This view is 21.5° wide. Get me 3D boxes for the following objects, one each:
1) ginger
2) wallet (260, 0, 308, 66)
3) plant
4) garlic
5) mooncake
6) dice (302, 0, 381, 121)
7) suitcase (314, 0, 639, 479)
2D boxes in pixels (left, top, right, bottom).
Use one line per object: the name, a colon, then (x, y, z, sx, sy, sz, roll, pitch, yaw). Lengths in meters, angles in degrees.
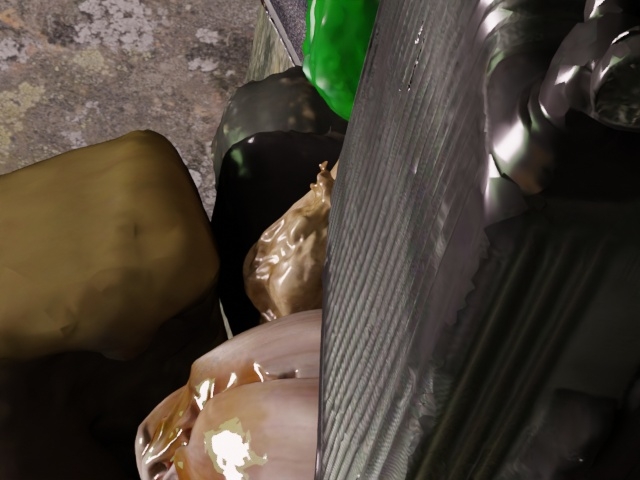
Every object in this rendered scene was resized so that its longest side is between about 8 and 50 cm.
ginger: (0.040, -0.027, 0.941, 0.137, 0.074, 0.213, 5, -65, -56)
wallet: (-0.003, -0.205, 1.377, 0.221, 0.071, 0.262, 63, 167, 13)
plant: (0.000, 0.000, 1.131, 0.164, 0.142, 0.256, 107, 157, -58)
garlic: (0.013, 0.109, 0.863, 0.160, 0.191, 0.214, -49, 12, 31)
mooncake: (-0.150, 0.147, 1.066, 0.393, 0.246, 0.394, 80, 175, -80)
dice: (0.060, -0.125, 0.772, 0.131, 0.128, 0.120, -91, 9, -45)
suitcase: (0.080, -0.015, 0.485, 0.312, 0.128, 0.202, 107, 168, -55)
